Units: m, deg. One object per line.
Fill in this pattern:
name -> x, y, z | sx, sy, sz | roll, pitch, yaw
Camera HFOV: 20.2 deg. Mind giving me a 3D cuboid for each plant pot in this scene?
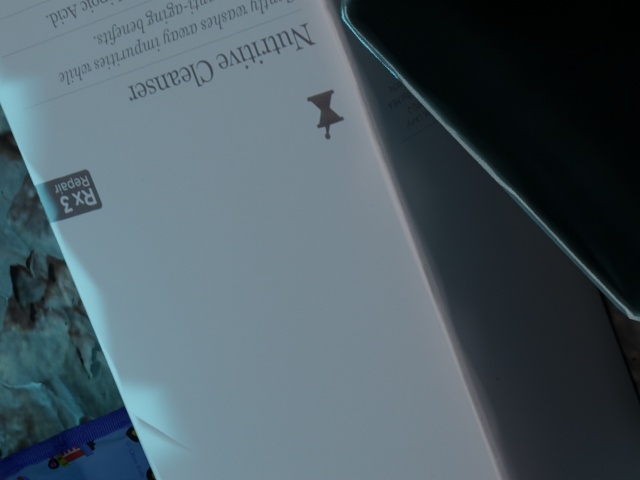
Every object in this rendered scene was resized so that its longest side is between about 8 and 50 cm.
plant pot -> 0.162, -0.116, 0.698 | 0.166, 0.234, 0.165 | 47, 127, 8

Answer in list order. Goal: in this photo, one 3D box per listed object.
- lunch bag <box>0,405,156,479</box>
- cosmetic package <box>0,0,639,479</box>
lunch bag -> -0.185, 0.256, 1.155 | 0.293, 0.138, 0.221 | -29, 83, 51
cosmetic package -> 0.000, 0.000, 0.909 | 0.217, 0.156, 0.385 | -17, 98, 36
